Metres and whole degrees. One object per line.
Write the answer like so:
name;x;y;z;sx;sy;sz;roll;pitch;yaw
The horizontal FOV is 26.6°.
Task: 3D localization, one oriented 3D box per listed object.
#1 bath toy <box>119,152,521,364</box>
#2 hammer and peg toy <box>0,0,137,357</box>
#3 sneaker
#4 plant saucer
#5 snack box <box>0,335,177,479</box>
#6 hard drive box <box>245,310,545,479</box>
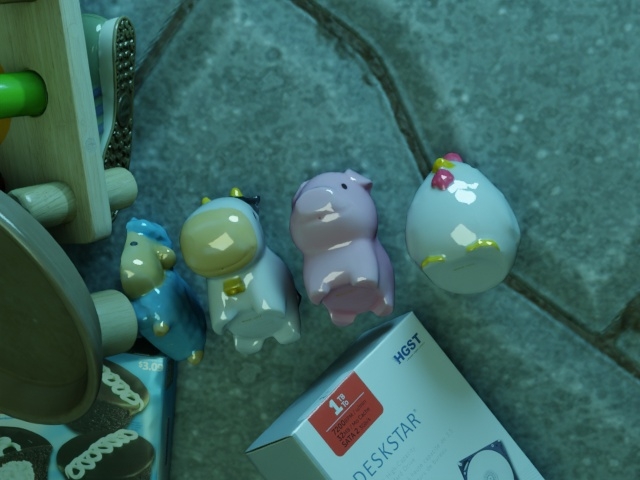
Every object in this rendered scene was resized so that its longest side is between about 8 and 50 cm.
bath toy;0.000;0.000;1.206;0.348;0.129;0.151;-13;145;13
hammer and peg toy;-0.287;-0.068;1.170;0.266;0.127;0.361;1;102;39
sneaker;-0.221;-0.114;1.239;0.086;0.064;0.192;10;104;13
plant saucer;-0.287;0.039;1.121;0.278;0.041;0.278;22;137;22
snack box;-0.304;0.171;1.315;0.322;0.060;0.187;6;104;7
hard drive box;0.077;0.213;1.205;0.232;0.181;0.089;51;145;-6
